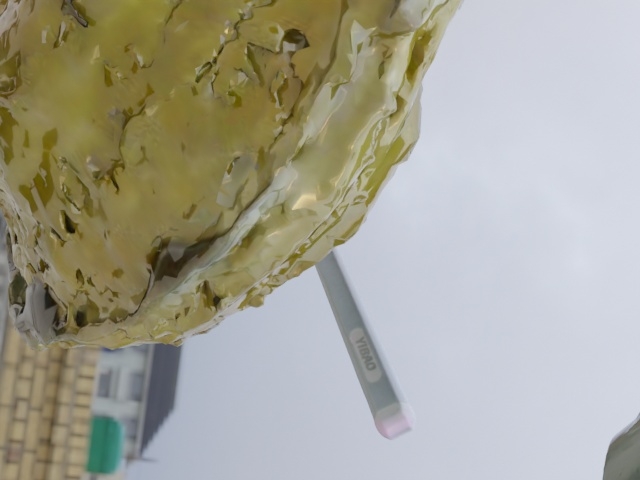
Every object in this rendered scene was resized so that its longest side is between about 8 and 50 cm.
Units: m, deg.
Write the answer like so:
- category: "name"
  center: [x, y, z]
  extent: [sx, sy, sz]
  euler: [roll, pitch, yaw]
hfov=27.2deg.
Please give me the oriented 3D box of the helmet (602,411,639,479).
- category: "helmet"
  center: [0.215, 0.115, 0.567]
  extent: [0.107, 0.177, 0.153]
  euler: [-61, 166, 16]

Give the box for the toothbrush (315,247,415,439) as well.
- category: "toothbrush"
  center: [0.001, 0.002, 0.914]
  extent: [0.030, 0.025, 0.342]
  euler: [59, 6, -47]

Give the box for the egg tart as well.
- category: "egg tart"
  center: [-0.068, -0.108, 0.579]
  extent: [0.341, 0.132, 0.341]
  euler: [-37, -142, 36]
